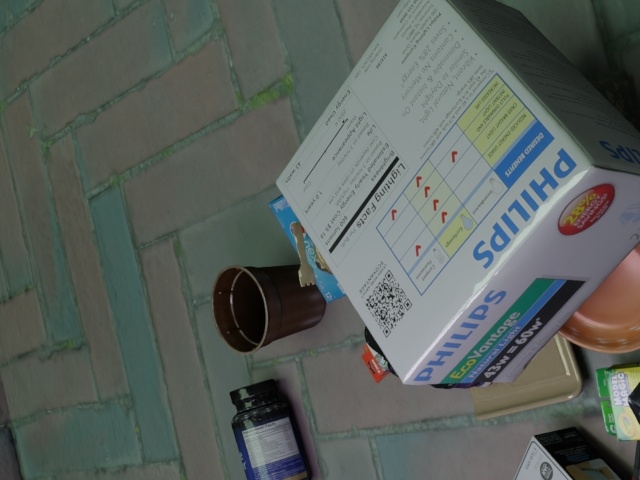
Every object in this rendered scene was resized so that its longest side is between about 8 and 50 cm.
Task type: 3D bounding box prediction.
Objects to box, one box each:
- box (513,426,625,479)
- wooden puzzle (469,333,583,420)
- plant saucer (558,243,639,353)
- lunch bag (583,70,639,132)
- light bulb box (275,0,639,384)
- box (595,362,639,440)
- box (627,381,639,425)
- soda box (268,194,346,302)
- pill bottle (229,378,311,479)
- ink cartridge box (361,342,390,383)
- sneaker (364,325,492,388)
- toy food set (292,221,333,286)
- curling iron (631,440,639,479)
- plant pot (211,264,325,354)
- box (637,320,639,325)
[{"bbox_3d":[0.394,0.428,1.505,0.290,0.087,0.169,50,135,46],"label":"box"},{"bbox_3d":[0.297,0.147,1.649,0.221,0.044,0.238,-26,73,48],"label":"wooden puzzle"},{"bbox_3d":[0.361,0.052,1.363,0.200,0.037,0.200,20,127,29],"label":"plant saucer"},{"bbox_3d":[0.304,-0.091,1.491,0.287,0.169,0.235,-14,89,47],"label":"lunch bag"},{"bbox_3d":[0.182,-0.068,1.306,0.358,0.225,0.361,-54,51,28],"label":"light bulb box"},{"bbox_3d":[0.466,0.217,1.441,0.179,0.043,0.105,-12,88,36],"label":"box"},{"bbox_3d":[0.530,0.298,1.185,0.318,0.395,0.097,34,80,36],"label":"box"},{"bbox_3d":[0.000,0.000,1.878,0.067,0.071,0.210,-26,96,46],"label":"soda box"},{"bbox_3d":[-0.104,0.390,2.073,0.123,0.123,0.219,-27,76,47],"label":"pill bottle"},{"bbox_3d":[0.108,0.204,1.872,0.115,0.029,0.063,-49,61,40],"label":"ink cartridge box"},{"bbox_3d":[0.144,0.170,1.705,0.283,0.124,0.107,12,104,52],"label":"sneaker"},{"bbox_3d":[0.050,0.007,1.827,0.038,0.192,0.132,87,172,-84],"label":"toy food set"},{"bbox_3d":[0.472,0.338,1.494,0.068,0.035,0.274,-1,93,32],"label":"curling iron"},{"bbox_3d":[-0.090,0.118,1.974,0.167,0.165,0.167,10,104,46],"label":"plant pot"},{"bbox_3d":[0.503,0.055,1.352,0.114,0.103,0.203,58,133,23],"label":"box"}]
